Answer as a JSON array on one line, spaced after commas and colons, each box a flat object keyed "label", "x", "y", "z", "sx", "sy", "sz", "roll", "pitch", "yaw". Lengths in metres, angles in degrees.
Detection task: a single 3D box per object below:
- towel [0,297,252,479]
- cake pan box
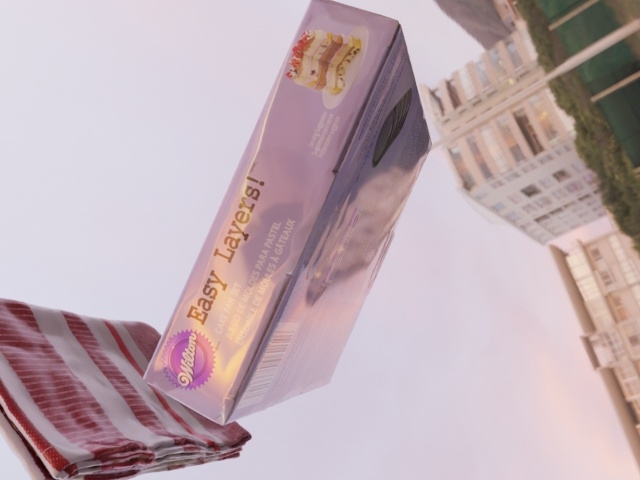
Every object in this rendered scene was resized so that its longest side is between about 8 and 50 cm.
[{"label": "towel", "x": -0.223, "y": 0.147, "z": 0.635, "sx": 0.237, "sy": 0.037, "sz": 0.329, "roll": 40, "pitch": -179, "yaw": 24}, {"label": "cake pan box", "x": 0.000, "y": 0.000, "z": 0.458, "sx": 0.070, "sy": 0.267, "sz": 0.245, "roll": 23, "pitch": 180, "yaw": 18}]
